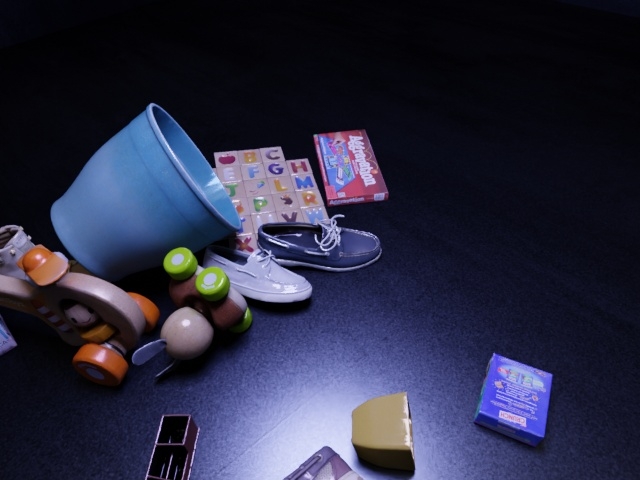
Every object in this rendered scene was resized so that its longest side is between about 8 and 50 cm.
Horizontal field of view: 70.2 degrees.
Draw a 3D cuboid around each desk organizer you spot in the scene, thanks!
[{"bbox_3d":[-0.210,0.316,0.638,0.047,0.050,0.130,-1,45,2],"label":"desk organizer"}]

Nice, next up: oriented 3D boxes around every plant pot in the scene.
[{"bbox_3d":[-0.328,-0.065,0.842,0.255,0.272,0.272,-33,48,1],"label":"plant pot"},{"bbox_3d":[0.088,0.272,0.648,0.083,0.081,0.082,-6,44,12],"label":"plant pot"}]

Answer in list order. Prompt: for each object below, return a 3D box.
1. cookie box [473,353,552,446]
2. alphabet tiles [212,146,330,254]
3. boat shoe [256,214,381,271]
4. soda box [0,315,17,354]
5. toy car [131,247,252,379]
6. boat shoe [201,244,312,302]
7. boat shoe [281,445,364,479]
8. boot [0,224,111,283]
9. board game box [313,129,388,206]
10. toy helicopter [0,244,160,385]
[{"bbox_3d":[0.293,0.240,0.692,0.091,0.040,0.107,18,48,20],"label":"cookie box"},{"bbox_3d":[-0.142,-0.101,1.050,0.284,0.011,0.343,-8,50,-13],"label":"alphabet tiles"},{"bbox_3d":[0.000,0.000,0.915,0.254,0.079,0.095,5,48,0],"label":"boat shoe"},{"bbox_3d":[-0.627,0.139,0.833,0.058,0.063,0.183,-36,53,-29],"label":"soda box"},{"bbox_3d":[-0.229,0.139,0.761,0.148,0.155,0.188,26,64,26],"label":"toy car"},{"bbox_3d":[-0.123,0.056,0.860,0.227,0.081,0.079,11,20,16],"label":"boat shoe"},{"bbox_3d":[-0.073,0.360,0.556,0.285,0.103,0.092,-26,44,-26],"label":"boat shoe"},{"bbox_3d":[-0.513,0.041,0.851,0.213,0.165,0.077,-12,46,-6],"label":"boot"},{"bbox_3d":[0.069,-0.191,1.153,0.144,0.027,0.281,-6,45,-5],"label":"board game box"},{"bbox_3d":[-0.456,0.091,0.742,0.354,0.235,0.140,11,46,10],"label":"toy helicopter"}]
